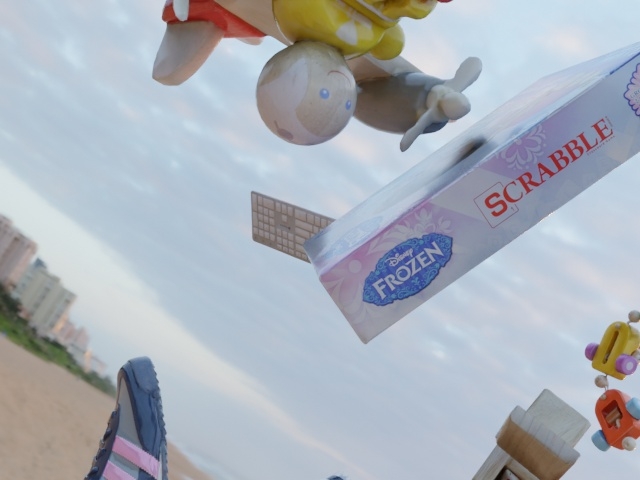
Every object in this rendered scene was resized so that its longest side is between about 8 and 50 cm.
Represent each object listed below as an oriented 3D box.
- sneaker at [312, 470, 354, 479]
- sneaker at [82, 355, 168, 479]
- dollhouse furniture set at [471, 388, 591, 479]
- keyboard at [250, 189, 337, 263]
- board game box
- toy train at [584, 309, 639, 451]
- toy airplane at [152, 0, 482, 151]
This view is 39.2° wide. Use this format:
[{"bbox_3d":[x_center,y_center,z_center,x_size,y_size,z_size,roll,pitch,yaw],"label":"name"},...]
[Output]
[{"bbox_3d":[-0.016,0.352,0.918,0.095,0.235,0.090,-7,15,-43],"label":"sneaker"},{"bbox_3d":[-0.240,0.281,1.019,0.131,0.319,0.112,1,-30,-15],"label":"sneaker"},{"bbox_3d":[0.183,0.312,0.601,0.303,0.174,0.355,37,-24,20],"label":"dollhouse furniture set"},{"bbox_3d":[0.000,0.000,1.106,0.256,0.014,0.072,20,-54,41],"label":"keyboard"},{"bbox_3d":[0.134,-0.050,0.799,0.066,0.318,0.318,55,-1,-5],"label":"board game box"},{"bbox_3d":[0.305,0.114,0.820,0.046,0.166,0.125,25,25,-22],"label":"toy train"},{"bbox_3d":[-0.031,-0.205,0.801,0.386,0.272,0.384,3,-21,-2],"label":"toy airplane"}]
